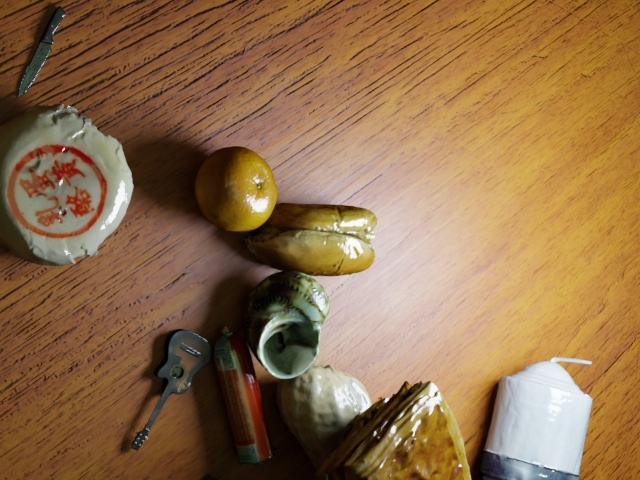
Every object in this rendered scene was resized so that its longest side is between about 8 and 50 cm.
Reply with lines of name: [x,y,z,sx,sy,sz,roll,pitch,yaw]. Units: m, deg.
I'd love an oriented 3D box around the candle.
candle: [0.486,0.416,1.868,0.221,0.221,0.342,18,79,-30]

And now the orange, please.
orange: [-0.158,-0.091,1.510,0.159,0.136,0.158,8,78,-46]

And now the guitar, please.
guitar: [-0.280,0.272,1.513,0.088,0.025,0.233,34,76,-27]

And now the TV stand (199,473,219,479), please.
TV stand: [-0.153,0.497,1.453,0.083,0.269,0.088,-33,108,-26]

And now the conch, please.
conch: [-0.057,0.150,1.572,0.182,0.124,0.187,-25,95,-11]

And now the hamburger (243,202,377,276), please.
hamburger: [0.000,0.000,1.596,0.283,0.157,0.143,3,91,-33]

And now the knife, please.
knife: [-0.466,-0.315,1.392,0.023,0.010,0.170,27,80,-23]

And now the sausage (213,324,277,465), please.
sausage: [-0.147,0.285,1.562,0.083,0.083,0.263,-16,98,-29]

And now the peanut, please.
peanut: [0.035,0.373,1.634,0.340,0.158,0.174,63,34,-21]

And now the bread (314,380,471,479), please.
bread: [0.131,0.432,1.515,0.277,0.167,0.324,-39,125,-32]

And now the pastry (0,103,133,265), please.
pastry: [-0.434,-0.089,1.351,0.265,0.133,0.264,1,89,-34]
